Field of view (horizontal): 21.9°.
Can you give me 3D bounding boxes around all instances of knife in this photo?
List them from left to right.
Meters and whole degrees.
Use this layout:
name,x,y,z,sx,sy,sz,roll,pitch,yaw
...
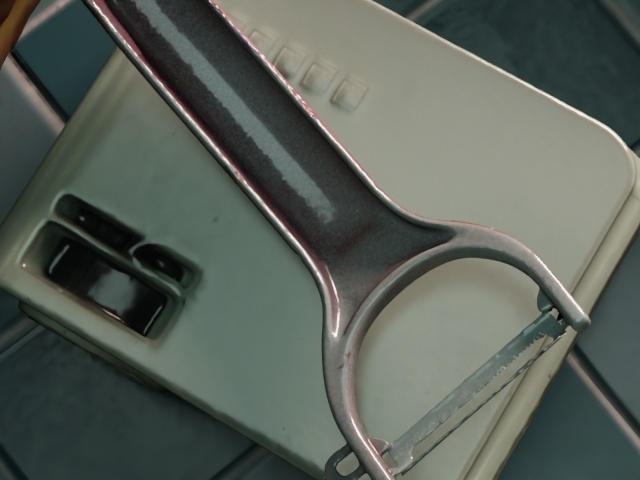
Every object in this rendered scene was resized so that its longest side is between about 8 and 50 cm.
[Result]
name,x,y,z,sx,sy,sz,roll,pitch,yaw
knife,-0.025,-0.030,0.688,0.123,0.053,0.278,-41,77,1

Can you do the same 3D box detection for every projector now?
name,x,y,z,sx,sy,sz,roll,pitch,yaw
projector,0.000,0.000,0.763,0.250,0.108,0.198,29,82,10

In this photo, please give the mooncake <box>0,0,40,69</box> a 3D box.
name,x,y,z,sx,sy,sz,roll,pitch,yaw
mooncake,-0.233,-0.197,0.681,0.246,0.394,0.393,34,69,10
